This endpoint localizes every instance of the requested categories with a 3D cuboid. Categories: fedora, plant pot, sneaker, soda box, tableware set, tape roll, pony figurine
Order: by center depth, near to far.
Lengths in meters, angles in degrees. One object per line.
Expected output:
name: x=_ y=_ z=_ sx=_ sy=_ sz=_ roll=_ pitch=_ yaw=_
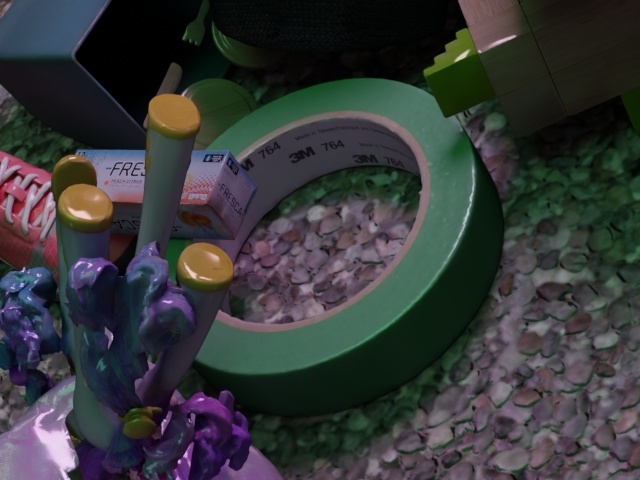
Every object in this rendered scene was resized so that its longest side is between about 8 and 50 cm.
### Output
pony figurine: x=-0.152 y=0.122 z=1.114 sx=0.303 sy=0.363 sz=0.351 roll=2 pitch=39 yaw=-16
tape roll: x=0.000 y=0.000 z=1.290 sx=0.321 sy=0.077 sz=0.321 roll=-15 pitch=49 yaw=18
soda box: x=-0.153 y=-0.043 z=1.319 sx=0.183 sy=0.058 sz=0.063 roll=3 pitch=57 yaw=33
fedora: x=0.009 y=-0.262 z=1.400 sx=0.334 sy=0.334 sz=0.152 roll=7 pitch=103 yaw=34
sneaker: x=-0.313 y=-0.030 z=1.453 sx=0.314 sy=0.136 sz=0.116 roll=11 pitch=63 yaw=36
tableware set: x=-0.088 y=-0.165 z=1.478 sx=0.128 sy=0.039 sz=0.194 roll=21 pitch=68 yaw=0
plant pot: x=-0.244 y=-0.202 z=1.536 sx=0.234 sy=0.165 sz=0.165 roll=6 pitch=58 yaw=42

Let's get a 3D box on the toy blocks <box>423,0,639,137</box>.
toy blocks: x=0.266 y=-0.252 z=1.291 sx=0.381 sy=0.190 sz=0.261 roll=-24 pitch=35 yaw=11
